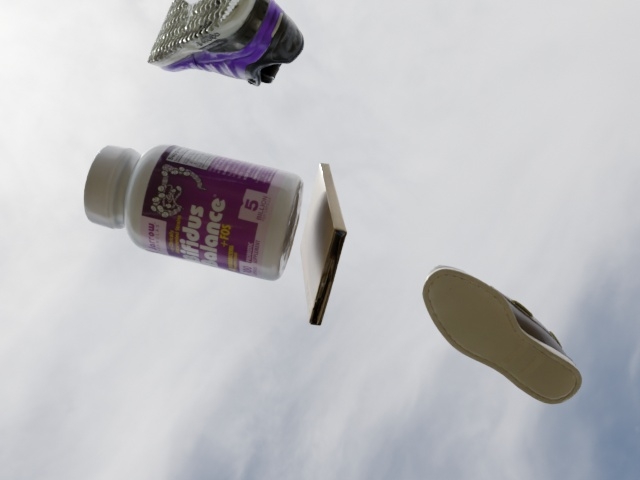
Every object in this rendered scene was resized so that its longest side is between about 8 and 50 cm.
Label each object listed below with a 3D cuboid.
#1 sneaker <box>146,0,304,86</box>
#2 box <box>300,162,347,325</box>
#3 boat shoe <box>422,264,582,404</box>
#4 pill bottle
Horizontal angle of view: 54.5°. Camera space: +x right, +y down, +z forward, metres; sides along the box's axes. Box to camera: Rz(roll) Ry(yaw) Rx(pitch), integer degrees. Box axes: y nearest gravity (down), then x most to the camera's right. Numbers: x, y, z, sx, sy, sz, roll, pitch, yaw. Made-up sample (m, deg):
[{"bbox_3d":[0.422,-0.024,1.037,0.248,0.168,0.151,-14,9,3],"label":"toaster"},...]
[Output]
[{"bbox_3d":[-0.128,-0.261,0.852,0.146,0.293,0.102,25,-98,-35],"label":"sneaker"},{"bbox_3d":[0.000,0.000,0.928,0.021,0.201,0.164,8,-59,-11],"label":"box"},{"bbox_3d":[0.291,0.143,1.027,0.324,0.097,0.116,37,-70,-12],"label":"boat shoe"},{"bbox_3d":[-0.188,-0.051,0.940,0.301,0.169,0.169,13,-85,4],"label":"pill bottle"}]
